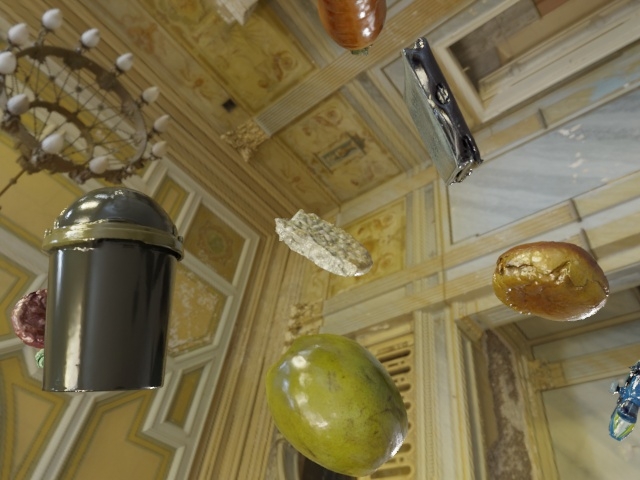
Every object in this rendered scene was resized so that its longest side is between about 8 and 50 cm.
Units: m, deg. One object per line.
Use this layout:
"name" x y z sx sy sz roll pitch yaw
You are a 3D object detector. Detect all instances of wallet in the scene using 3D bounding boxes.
"wallet" 0.155 -0.158 0.640 0.167 0.036 0.222 65 -172 4

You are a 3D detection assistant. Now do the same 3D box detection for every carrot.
"carrot" 0.013 -0.254 0.386 0.336 0.069 0.069 48 -155 -73

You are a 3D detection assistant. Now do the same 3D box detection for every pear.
"pear" 0.031 0.337 0.980 0.307 0.253 0.253 46 -150 10

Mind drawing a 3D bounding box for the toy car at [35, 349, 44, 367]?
"toy car" -0.628 0.241 1.148 0.054 0.073 0.143 45 -111 -19

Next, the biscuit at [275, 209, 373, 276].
"biscuit" 0.000 0.000 0.872 0.188 0.040 0.265 14 -163 -25

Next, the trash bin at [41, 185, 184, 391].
"trash bin" -0.335 0.069 0.767 0.214 0.214 0.333 19 -115 -48

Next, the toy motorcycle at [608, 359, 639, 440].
"toy motorcycle" 0.776 0.372 1.167 0.254 0.092 0.135 -61 -28 -2

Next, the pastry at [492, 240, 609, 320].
"pastry" 0.730 0.140 1.528 0.356 0.356 0.163 44 -131 -28

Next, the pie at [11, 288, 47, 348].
"pie" -0.596 0.169 1.049 0.155 0.036 0.154 25 -140 -23
